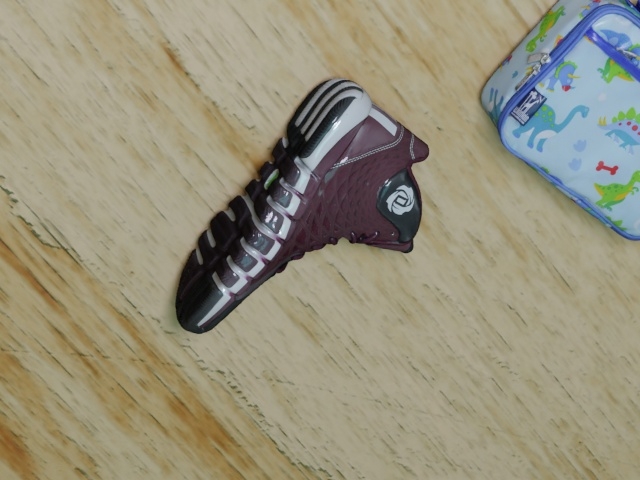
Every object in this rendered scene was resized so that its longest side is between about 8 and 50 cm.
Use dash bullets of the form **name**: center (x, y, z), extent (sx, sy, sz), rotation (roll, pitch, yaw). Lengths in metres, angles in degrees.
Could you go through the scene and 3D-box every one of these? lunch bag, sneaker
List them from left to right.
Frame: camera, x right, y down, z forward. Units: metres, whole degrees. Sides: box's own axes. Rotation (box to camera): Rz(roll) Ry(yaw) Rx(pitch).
- **sneaker**: center (0.000, 0.000, 1.799), extent (0.162, 0.106, 0.281), rotation (29, 110, -26)
- **lunch bag**: center (0.271, -0.119, 1.789), extent (0.219, 0.090, 0.176), rotation (37, 104, -27)
